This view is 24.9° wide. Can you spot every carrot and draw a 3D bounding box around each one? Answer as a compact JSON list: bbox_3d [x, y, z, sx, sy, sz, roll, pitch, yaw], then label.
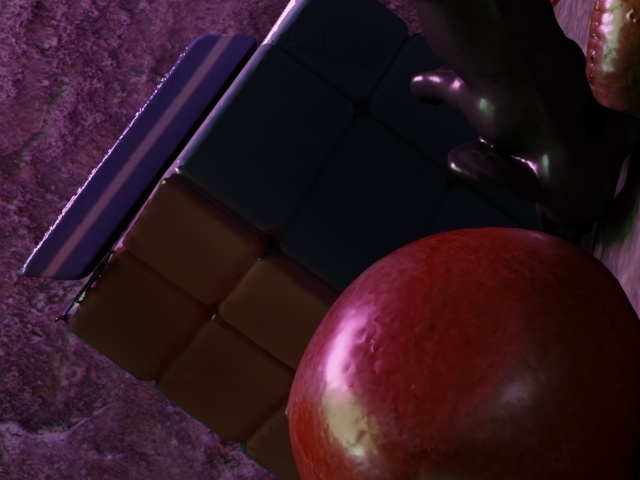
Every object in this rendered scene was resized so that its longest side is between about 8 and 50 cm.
[{"bbox_3d":[0.156,-0.141,0.615,0.060,0.060,0.186,-66,-10,-81],"label":"carrot"}]

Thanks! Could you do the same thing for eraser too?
[{"bbox_3d":[-0.125,-0.057,1.010,0.225,0.036,0.082,-53,2,-3],"label":"eraser"}]

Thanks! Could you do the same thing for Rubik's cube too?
[{"bbox_3d":[0.000,0.000,0.967,0.231,0.224,0.221,-58,6,-37],"label":"Rubik's cube"}]

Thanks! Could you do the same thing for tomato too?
[{"bbox_3d":[0.063,0.073,0.628,0.167,0.167,0.167,12,-90,-88],"label":"tomato"}]

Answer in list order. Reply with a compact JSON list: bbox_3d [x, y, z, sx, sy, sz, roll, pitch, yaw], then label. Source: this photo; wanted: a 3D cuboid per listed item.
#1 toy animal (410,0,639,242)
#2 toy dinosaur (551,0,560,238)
[{"bbox_3d":[0.096,-0.094,0.799,0.114,0.245,0.146,-40,17,2],"label":"toy animal"},{"bbox_3d":[0.155,-0.045,1.056,0.139,0.070,0.286,-99,21,-66],"label":"toy dinosaur"}]
